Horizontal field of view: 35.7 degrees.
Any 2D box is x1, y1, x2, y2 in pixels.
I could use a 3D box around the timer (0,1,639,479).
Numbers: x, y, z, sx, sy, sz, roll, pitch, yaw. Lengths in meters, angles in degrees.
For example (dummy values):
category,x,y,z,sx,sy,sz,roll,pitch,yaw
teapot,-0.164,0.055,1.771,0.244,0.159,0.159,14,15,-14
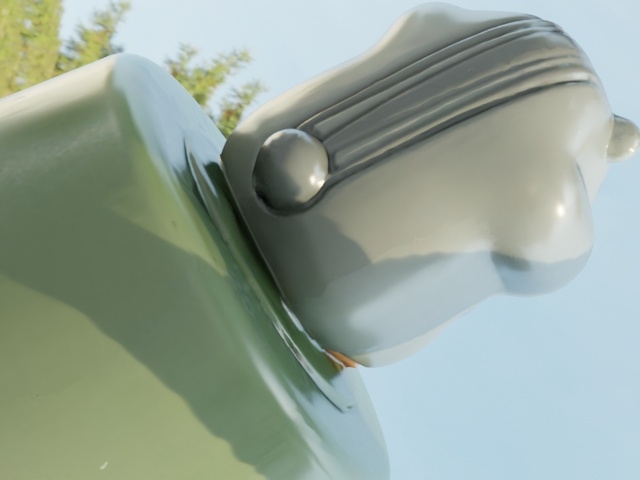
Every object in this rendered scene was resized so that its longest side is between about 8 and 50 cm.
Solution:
category,x,y,z,sx,sy,sz,roll,pitch,yaw
timer,0.000,0.000,0.497,0.315,0.291,0.290,-30,-118,5
